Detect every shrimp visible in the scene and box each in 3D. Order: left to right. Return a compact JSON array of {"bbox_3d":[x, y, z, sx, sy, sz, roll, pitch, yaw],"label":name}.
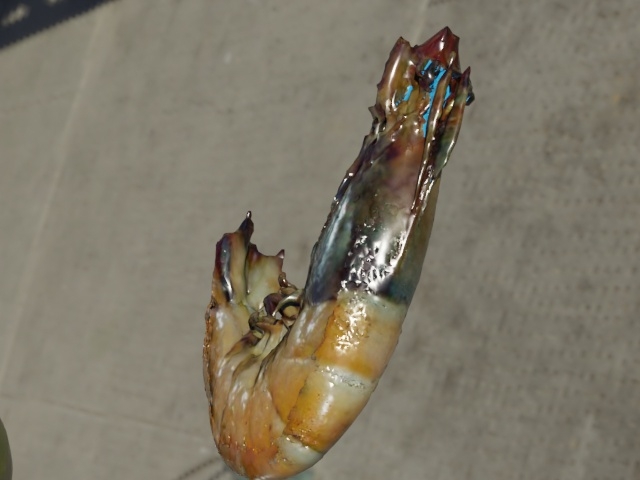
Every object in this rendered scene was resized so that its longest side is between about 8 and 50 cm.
[{"bbox_3d":[0.000,0.000,0.986,0.290,0.054,0.222,-66,25,4],"label":"shrimp"}]

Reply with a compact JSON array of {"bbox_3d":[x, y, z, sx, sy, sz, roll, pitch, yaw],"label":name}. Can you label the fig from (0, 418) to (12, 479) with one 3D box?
[{"bbox_3d":[-0.457,0.251,1.636,0.316,0.316,0.316,-37,44,46],"label":"fig"}]
